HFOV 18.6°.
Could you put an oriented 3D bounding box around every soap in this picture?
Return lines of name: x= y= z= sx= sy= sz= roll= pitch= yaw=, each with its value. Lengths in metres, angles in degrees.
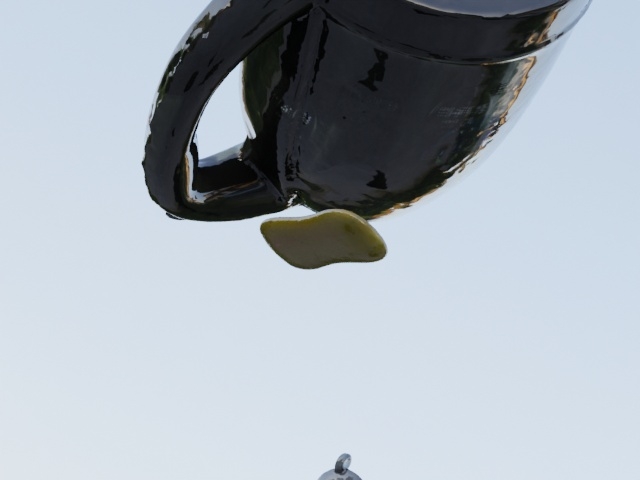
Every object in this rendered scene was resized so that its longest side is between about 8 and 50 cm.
soap: x=0.000 y=0.000 z=0.883 sx=0.034 sy=0.012 sz=0.089 roll=46 pitch=-24 yaw=-19

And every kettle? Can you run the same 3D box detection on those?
kettle: x=0.017 y=-0.122 z=1.359 sx=0.228 sy=0.321 sz=0.324 roll=52 pitch=-30 yaw=21

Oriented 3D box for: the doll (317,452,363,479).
doll: x=0.021 y=0.263 z=1.598 sx=0.079 sy=0.180 sz=0.094 roll=-5 pitch=3 yaw=23
